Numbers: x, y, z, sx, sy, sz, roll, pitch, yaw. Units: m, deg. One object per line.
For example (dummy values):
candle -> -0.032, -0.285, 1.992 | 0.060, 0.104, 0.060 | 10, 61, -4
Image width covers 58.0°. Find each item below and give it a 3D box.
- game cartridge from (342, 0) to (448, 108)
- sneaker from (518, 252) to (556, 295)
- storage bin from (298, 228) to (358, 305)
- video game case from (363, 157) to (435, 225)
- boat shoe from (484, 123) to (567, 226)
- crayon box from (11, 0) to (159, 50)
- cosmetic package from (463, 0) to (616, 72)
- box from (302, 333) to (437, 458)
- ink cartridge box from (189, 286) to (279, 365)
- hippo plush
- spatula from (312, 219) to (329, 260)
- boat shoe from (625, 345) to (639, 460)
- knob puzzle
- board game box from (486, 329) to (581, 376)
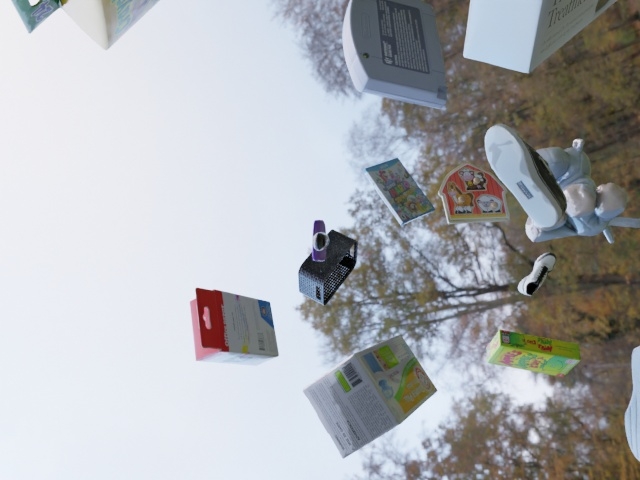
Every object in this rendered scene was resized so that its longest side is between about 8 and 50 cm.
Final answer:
game cartridge -> 0.142, -0.392, 1.145 | 0.196, 0.060, 0.294 | 11, -124, -17
sneaker -> 0.471, 0.075, 1.238 | 0.040, 0.109, 0.044 | 31, -168, -3
storage bin -> 0.022, 0.072, 1.592 | 0.180, 0.084, 0.122 | -50, -25, -33
video game case -> 0.193, -0.123, 1.414 | 0.119, 0.015, 0.166 | -22, -109, -35
boat shoe -> 0.390, -0.130, 1.093 | 0.070, 0.077, 0.219 | -39, -81, -34
crayon box -> -0.209, -0.353, 0.675 | 0.083, 0.203, 0.323 | 44, -102, -13
cosmetic package -> 0.318, -0.409, 0.686 | 0.377, 0.097, 0.285 | -40, -39, -32
box -> 0.082, 0.227, 0.873 | 0.114, 0.103, 0.203 | 57, -159, 15
ink cartridge box -> -0.198, 0.188, 1.232 | 0.231, 0.078, 0.134 | 22, -131, -51
hippo plush -> 0.632, -0.142, 1.421 | 0.294, 0.234, 0.237 | -1, -113, -12
spatula -> 0.000, 0.000, 1.046 | 0.296, 0.030, 0.084 | 175, 96, -89
boat shoe -> 0.595, 0.287, 1.010 | 0.083, 0.075, 0.226 | -113, 16, -70
knob puzzle -> 0.421, -0.139, 1.588 | 0.030, 0.213, 0.213 | 92, 179, -62
board game box -> 0.484, 0.259, 1.321 | 0.092, 0.181, 0.043 | 99, -179, -53
